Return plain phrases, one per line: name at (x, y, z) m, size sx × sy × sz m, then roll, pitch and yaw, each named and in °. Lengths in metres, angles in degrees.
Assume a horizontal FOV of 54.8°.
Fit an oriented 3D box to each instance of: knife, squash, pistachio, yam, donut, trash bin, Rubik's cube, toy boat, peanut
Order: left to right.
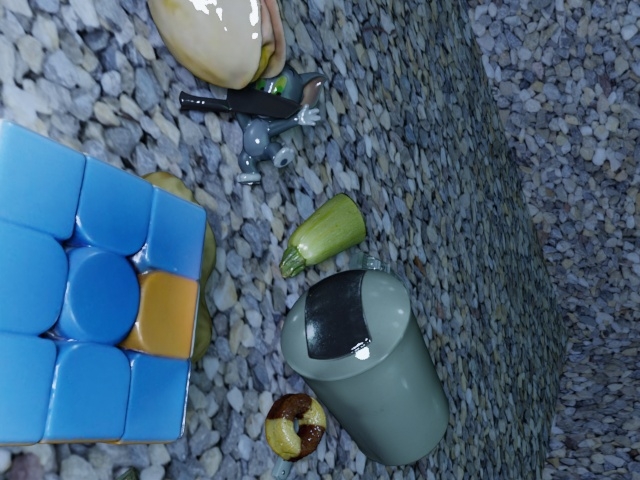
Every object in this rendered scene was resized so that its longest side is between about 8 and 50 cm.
Rubik's cube at (-0.337, 0.071, 0.693) m, size 0.291 × 0.291 × 0.290 m, roll 27°, pitch 62°, yaw -57°
yam at (-0.291, 0.396, 0.942) m, size 0.043 × 0.043 × 0.094 m, roll -28°, pitch 106°, yaw -53°
peanut at (-0.235, 0.046, 0.997) m, size 0.147 × 0.147 × 0.319 m, roll -6°, pitch 87°, yaw -55°
pistachio at (-0.179, -0.419, 1.078) m, size 0.230 × 0.230 × 0.309 m, roll -39°, pitch 108°, yaw -50°
knife at (-0.146, -0.262, 1.152) m, size 0.230 × 0.028 × 0.060 m, roll 4°, pitch 81°, yaw -14°
knife at (-0.056, 0.427, 1.286) m, size 0.044 × 0.023 × 0.162 m, roll 56°, pitch 43°, yaw -29°
donut at (-0.045, 0.377, 1.259) m, size 0.140 × 0.059 × 0.140 m, roll 21°, pitch 55°, yaw -34°
squash at (0.005, -0.013, 1.362) m, size 0.287 × 0.137 × 0.137 m, roll -32°, pitch 110°, yaw -50°
trash bin at (0.104, 0.265, 1.322) m, size 0.432 × 0.280 × 0.280 m, roll 61°, pitch 40°, yaw -36°
toy boat at (0.168, 0.101, 1.607) m, size 0.260 × 0.085 × 0.078 m, roll 34°, pitch 57°, yaw -47°

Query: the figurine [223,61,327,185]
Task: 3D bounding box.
figurine at (-0.093, -0.240, 1.238) m, size 0.140 × 0.193 × 0.265 m, roll -62°, pitch 159°, yaw -76°
